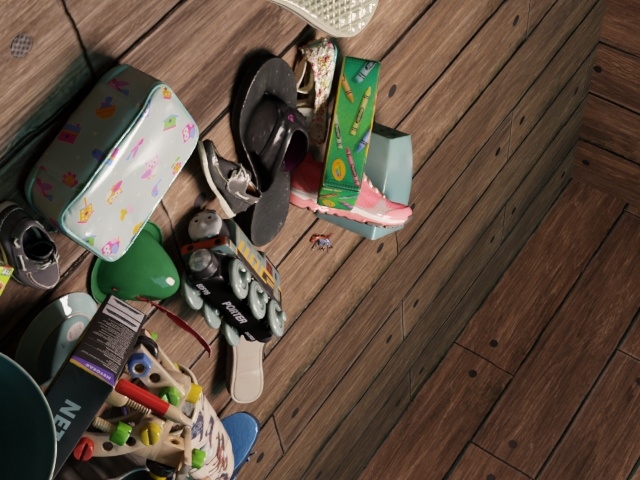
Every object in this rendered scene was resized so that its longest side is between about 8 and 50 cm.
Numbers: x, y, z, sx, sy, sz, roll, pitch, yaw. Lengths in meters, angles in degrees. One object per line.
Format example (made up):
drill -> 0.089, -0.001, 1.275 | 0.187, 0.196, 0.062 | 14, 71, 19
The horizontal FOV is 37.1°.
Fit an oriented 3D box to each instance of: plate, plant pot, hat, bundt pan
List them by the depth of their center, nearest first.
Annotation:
plant pot -> -0.538, 0.299, 1.328 | 0.290, 0.290, 0.195 | -45, -172, -34
plate -> -0.444, 0.176, 1.635 | 0.188, 0.024, 0.188 | -45, 152, -32
hat -> -0.271, 0.083, 1.679 | 0.173, 0.183, 0.208 | -61, 157, 2
bundt pan -> -0.444, 0.510, 1.835 | 0.331, 0.124, 0.331 | -34, 151, -22
plant pot -> 0.118, -0.151, 2.256 | 0.165, 0.165, 0.234 | -22, 130, -56

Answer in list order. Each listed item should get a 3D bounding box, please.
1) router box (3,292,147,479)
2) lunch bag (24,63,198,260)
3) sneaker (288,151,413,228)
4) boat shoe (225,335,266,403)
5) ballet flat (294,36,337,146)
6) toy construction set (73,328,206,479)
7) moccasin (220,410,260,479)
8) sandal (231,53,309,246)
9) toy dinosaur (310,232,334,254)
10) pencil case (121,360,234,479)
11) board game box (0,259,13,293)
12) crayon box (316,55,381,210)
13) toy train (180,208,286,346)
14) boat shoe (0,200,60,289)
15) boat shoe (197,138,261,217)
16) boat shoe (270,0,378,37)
router box -> -0.406, 0.265, 1.523 | 0.309, 0.081, 0.243 | -55, -169, 18
lunch bag -> -0.315, -0.112, 1.467 | 0.279, 0.108, 0.224 | -56, 160, -9
sneaker -> 0.071, -0.113, 2.086 | 0.314, 0.116, 0.136 | 13, 96, -20
boat shoe -> -0.169, 0.219, 2.190 | 0.112, 0.095, 0.335 | -1, 121, -22
ballet flat -> -0.022, -0.297, 1.920 | 0.077, 0.091, 0.241 | -10, 128, -23
toy construction set -> -0.277, 0.310, 1.670 | 0.257, 0.237, 0.309 | -62, -166, -12
moccasin -> -0.267, 0.550, 2.326 | 0.342, 0.138, 0.117 | -49, 162, 7
sandal -> -0.081, -0.166, 1.879 | 0.167, 0.107, 0.446 | -43, 148, -37
toy dinosaur -> 0.000, 0.000, 2.354 | 0.082, 0.047, 0.090 | 64, 25, -52
pencil case -> -0.294, 0.422, 2.038 | 0.410, 0.160, 0.183 | 78, 21, -57
board game box -> -0.519, 0.060, 1.324 | 0.092, 0.043, 0.181 | -63, 157, 3
crayon box -> 0.057, -0.216, 1.964 | 0.165, 0.081, 0.278 | 110, -11, -78
toy train -> -0.171, 0.078, 1.886 | 0.334, 0.142, 0.190 | 55, 25, -53
boat shoe -> -0.431, 0.022, 1.435 | 0.075, 0.065, 0.206 | -50, 155, -24
boat shoe -> -0.170, -0.124, 1.753 | 0.079, 0.084, 0.233 | -19, 153, 4
boat shoe -> -0.088, -0.471, 1.483 | 0.500, 0.156, 0.187 | 23, 100, -55
